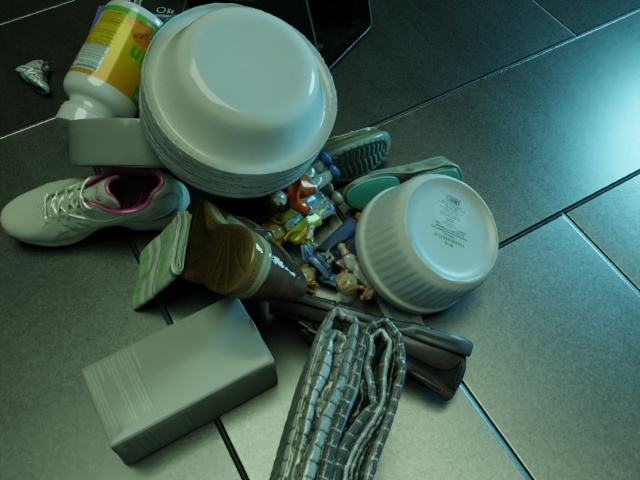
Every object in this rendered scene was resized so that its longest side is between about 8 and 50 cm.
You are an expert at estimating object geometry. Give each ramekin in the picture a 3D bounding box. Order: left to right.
[{"bbox_3d":[0.166,-0.001,0.934,0.207,0.109,0.207,9,68,-23],"label":"ramekin"}]

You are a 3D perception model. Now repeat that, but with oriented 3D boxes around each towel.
[{"bbox_3d":[-0.248,0.031,0.957,0.023,0.152,0.113,25,49,-31],"label":"towel"},{"bbox_3d":[0.013,0.254,0.750,0.121,0.235,0.283,17,60,0],"label":"towel"}]

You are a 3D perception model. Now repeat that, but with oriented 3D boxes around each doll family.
[{"bbox_3d":[0.000,0.000,1.001,0.163,0.118,0.263,-37,82,-28],"label":"doll family"}]

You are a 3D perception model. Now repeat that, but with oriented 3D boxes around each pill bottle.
[{"bbox_3d":[-0.385,-0.303,1.153,0.136,0.136,0.245,19,75,13],"label":"pill bottle"}]

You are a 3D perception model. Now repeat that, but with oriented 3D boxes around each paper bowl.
[{"bbox_3d":[-0.113,-0.216,0.904,0.284,0.148,0.284,7,67,-17],"label":"paper bowl"}]

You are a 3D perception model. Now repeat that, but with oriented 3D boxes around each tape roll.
[{"bbox_3d":[-0.298,-0.156,1.028,0.219,0.219,0.072,1,96,1],"label":"tape roll"}]

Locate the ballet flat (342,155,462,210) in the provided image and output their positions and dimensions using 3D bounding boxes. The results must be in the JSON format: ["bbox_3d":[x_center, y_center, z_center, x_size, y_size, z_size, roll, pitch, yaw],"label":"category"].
[{"bbox_3d":[0.137,-0.099,1.083,0.213,0.072,0.068,-11,30,-7],"label":"ballet flat"}]

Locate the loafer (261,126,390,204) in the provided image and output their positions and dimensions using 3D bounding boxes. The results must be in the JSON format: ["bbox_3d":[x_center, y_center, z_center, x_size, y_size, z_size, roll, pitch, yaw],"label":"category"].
[{"bbox_3d":[0.002,-0.146,1.087,0.251,0.094,0.087,-21,57,-10],"label":"loafer"}]

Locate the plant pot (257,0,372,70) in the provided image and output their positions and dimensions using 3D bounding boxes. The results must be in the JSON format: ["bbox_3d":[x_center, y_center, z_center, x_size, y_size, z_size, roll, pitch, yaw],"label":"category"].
[{"bbox_3d":[-0.023,-0.482,1.262,0.167,0.187,0.188,25,61,29],"label":"plant pot"}]

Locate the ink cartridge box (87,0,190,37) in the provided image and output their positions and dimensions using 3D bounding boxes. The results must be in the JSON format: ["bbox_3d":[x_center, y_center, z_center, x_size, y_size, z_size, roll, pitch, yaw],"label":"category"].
[{"bbox_3d":[-0.393,-0.439,1.311,0.208,0.045,0.206,1,59,2],"label":"ink cartridge box"}]

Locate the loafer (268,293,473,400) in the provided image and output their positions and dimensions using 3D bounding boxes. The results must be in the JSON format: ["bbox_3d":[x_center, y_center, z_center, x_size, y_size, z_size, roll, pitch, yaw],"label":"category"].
[{"bbox_3d":[0.060,0.146,0.895,0.302,0.109,0.095,14,84,10],"label":"loafer"}]

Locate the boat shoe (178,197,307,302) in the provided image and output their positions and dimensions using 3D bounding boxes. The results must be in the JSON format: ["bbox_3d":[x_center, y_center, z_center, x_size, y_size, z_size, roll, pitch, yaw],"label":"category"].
[{"bbox_3d":[-0.125,0.021,0.919,0.123,0.342,0.123,23,87,-30],"label":"boat shoe"}]

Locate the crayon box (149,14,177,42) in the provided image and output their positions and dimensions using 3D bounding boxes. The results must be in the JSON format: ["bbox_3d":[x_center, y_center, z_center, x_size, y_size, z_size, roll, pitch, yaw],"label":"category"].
[{"bbox_3d":[-0.159,-0.284,1.136,0.278,0.165,0.081,22,60,15],"label":"crayon box"}]

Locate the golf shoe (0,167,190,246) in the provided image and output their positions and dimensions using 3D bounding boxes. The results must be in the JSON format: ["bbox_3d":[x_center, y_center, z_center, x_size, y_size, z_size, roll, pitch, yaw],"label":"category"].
[{"bbox_3d":[-0.373,-0.067,1.008,0.306,0.140,0.115,-10,77,-5],"label":"golf shoe"}]

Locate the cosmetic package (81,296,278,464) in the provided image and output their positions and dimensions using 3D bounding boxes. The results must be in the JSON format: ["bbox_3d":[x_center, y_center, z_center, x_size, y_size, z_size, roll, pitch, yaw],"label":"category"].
[{"bbox_3d":[-0.190,0.190,0.872,0.238,0.107,0.127,-23,60,-17],"label":"cosmetic package"}]

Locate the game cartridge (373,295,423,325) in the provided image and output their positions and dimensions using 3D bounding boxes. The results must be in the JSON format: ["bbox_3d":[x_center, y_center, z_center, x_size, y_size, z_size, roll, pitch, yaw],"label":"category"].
[{"bbox_3d":[0.124,0.111,0.967,0.056,0.017,0.083,-20,59,-8],"label":"game cartridge"}]

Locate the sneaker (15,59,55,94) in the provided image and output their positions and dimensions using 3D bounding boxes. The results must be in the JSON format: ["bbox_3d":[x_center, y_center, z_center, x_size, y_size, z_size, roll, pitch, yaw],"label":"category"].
[{"bbox_3d":[-0.556,-0.336,1.250,0.098,0.038,0.069,36,65,21],"label":"sneaker"}]
